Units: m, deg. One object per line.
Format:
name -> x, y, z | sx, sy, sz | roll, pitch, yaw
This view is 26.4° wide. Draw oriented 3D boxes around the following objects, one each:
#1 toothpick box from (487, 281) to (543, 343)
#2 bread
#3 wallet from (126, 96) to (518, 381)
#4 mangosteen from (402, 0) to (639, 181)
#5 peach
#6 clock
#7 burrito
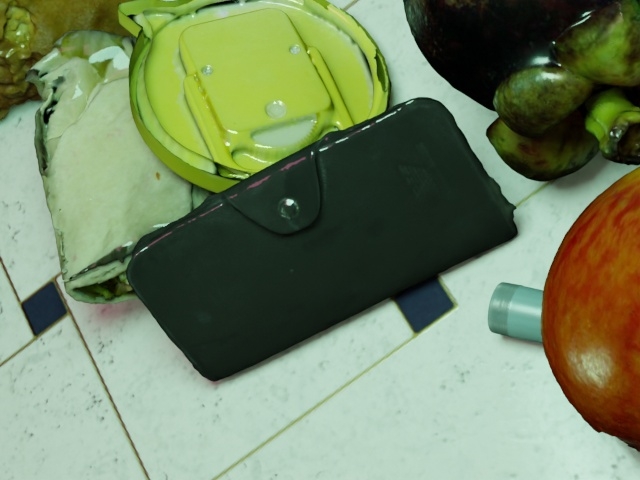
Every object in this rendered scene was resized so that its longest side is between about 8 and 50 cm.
toothpick box -> 0.208, 0.072, 1.312 | 0.083, 0.052, 0.052 | 12, 77, 27
bread -> -0.381, -0.282, 1.642 | 0.340, 0.179, 0.194 | -25, 57, 17
wallet -> 0.000, 0.000, 1.370 | 0.378, 0.197, 0.051 | -26, 28, 14
mangosteen -> 0.234, -0.237, 1.277 | 0.330, 0.330, 0.330 | -9, 68, 23
peach -> 0.323, 0.063, 1.159 | 0.281, 0.238, 0.281 | 5, 106, 17
clock -> -0.067, -0.161, 1.468 | 0.277, 0.071, 0.293 | -10, 57, -13
burrito -> -0.210, -0.094, 1.525 | 0.190, 0.135, 0.331 | -24, 59, 12
